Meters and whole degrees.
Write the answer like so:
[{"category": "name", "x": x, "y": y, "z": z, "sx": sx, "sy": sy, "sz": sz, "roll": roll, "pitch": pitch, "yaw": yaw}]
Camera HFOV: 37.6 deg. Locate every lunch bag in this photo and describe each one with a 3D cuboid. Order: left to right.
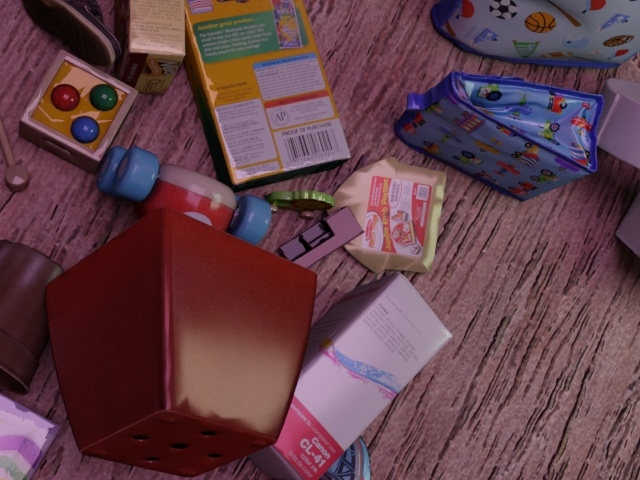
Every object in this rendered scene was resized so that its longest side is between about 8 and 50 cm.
[{"category": "lunch bag", "x": 0.271, "y": -0.180, "z": 1.538, "sx": 0.293, "sy": 0.221, "sz": 0.138, "roll": 14, "pitch": 75, "yaw": -16}, {"category": "lunch bag", "x": 0.417, "y": -0.448, "z": 1.582, "sx": 0.385, "sy": 0.328, "sz": 0.239, "roll": -4, "pitch": 77, "yaw": -18}]

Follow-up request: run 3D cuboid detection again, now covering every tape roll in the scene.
[{"category": "tape roll", "x": 0.604, "y": -0.182, "z": 1.619, "sx": 0.286, "sy": 0.286, "sz": 0.100, "roll": 12, "pitch": 114, "yaw": -16}]

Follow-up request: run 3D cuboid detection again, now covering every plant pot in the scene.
[{"category": "plant pot", "x": -0.433, "y": 0.098, "z": 1.291, "sx": 0.167, "sy": 0.167, "sz": 0.165, "roll": 31, "pitch": 64, "yaw": -11}, {"category": "plant pot", "x": -0.179, "y": 0.153, "z": 1.198, "sx": 0.267, "sy": 0.267, "sz": 0.235, "roll": 26, "pitch": 47, "yaw": -38}]

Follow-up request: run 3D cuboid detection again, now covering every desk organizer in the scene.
[{"category": "desk organizer", "x": 0.000, "y": 0.000, "z": 1.492, "sx": 0.130, "sy": 0.047, "sz": 0.050, "roll": -33, "pitch": 95, "yaw": -10}]

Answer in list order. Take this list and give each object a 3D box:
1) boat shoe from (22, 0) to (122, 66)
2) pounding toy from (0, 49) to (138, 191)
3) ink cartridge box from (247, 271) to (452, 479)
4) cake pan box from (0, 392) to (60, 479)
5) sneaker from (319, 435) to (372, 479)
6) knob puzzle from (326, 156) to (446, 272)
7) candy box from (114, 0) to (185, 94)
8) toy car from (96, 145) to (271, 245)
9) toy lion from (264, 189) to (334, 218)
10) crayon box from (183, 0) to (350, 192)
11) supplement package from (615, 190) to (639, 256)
[{"category": "boat shoe", "x": -0.358, "y": -0.333, "z": 1.391, "sx": 0.073, "sy": 0.080, "sz": 0.223, "roll": -36, "pitch": 55, "yaw": -29}, {"category": "pounding toy", "x": -0.398, "y": -0.168, "z": 1.379, "sx": 0.181, "sy": 0.094, "sz": 0.206, "roll": 28, "pitch": 72, "yaw": -12}, {"category": "ink cartridge box", "x": 0.016, "y": 0.203, "z": 1.379, "sx": 0.306, "sy": 0.226, "sz": 0.131, "roll": -41, "pitch": 95, "yaw": -20}, {"category": "cake pan box", "x": -0.527, "y": 0.293, "z": 1.265, "sx": 0.267, "sy": 0.070, "sz": 0.245, "roll": 33, "pitch": 69, "yaw": -10}, {"category": "sneaker", "x": -0.018, "y": 0.385, "z": 1.375, "sx": 0.125, "sy": 0.104, "sz": 0.262, "roll": 40, "pitch": 68, "yaw": -38}, {"category": "knob puzzle", "x": 0.101, "y": -0.043, "z": 1.552, "sx": 0.213, "sy": 0.030, "sz": 0.213, "roll": 0, "pitch": 91, "yaw": -13}, {"category": "candy box", "x": -0.261, "y": -0.399, "z": 1.421, "sx": 0.088, "sy": 0.183, "sz": 0.316, "roll": 1, "pitch": 80, "yaw": -19}, {"category": "toy car", "x": -0.228, "y": 0.013, "z": 1.359, "sx": 0.219, "sy": 0.210, "sz": 0.238, "roll": 22, "pitch": 86, "yaw": -26}, {"category": "toy lion", "x": -0.032, "y": -0.062, "z": 1.481, "sx": 0.100, "sy": 0.096, "sz": 0.034, "roll": 9, "pitch": 77, "yaw": -16}, {"category": "crayon box", "x": -0.098, "y": -0.254, "z": 1.502, "sx": 0.203, "sy": 0.083, "sz": 0.323, "roll": -15, "pitch": 86, "yaw": -20}, {"category": "supplement package", "x": 0.665, "y": -0.007, "z": 1.630, "sx": 0.203, "sy": 0.194, "sz": 0.149, "roll": 21, "pitch": 107, "yaw": -14}]
